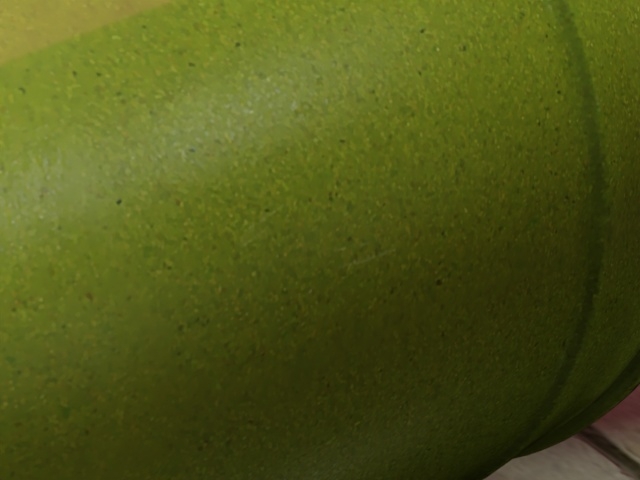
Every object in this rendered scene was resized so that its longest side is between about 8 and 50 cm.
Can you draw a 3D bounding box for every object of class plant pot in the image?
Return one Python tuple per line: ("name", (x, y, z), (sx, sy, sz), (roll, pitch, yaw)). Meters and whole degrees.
("plant pot", (-0.106, -0.009, 0.471), (0.366, 0.366, 0.353), (31, 39, 29))
